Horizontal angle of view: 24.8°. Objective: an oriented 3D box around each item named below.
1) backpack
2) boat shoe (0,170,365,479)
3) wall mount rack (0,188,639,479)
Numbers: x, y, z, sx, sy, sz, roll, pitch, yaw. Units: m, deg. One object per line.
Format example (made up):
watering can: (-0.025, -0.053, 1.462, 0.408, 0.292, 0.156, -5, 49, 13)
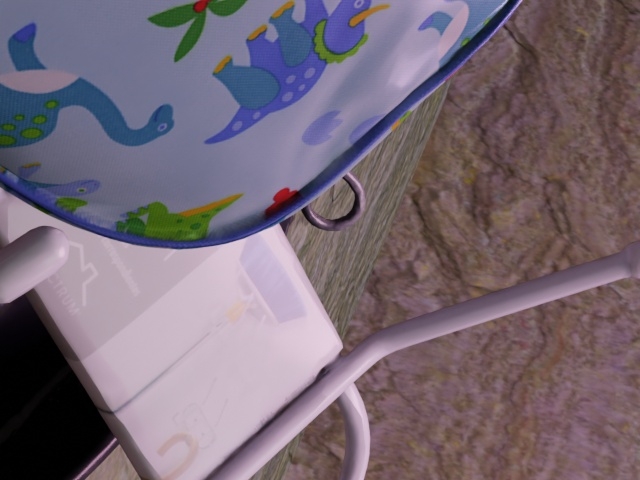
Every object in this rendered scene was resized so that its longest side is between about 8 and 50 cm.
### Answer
backpack: (-0.081, -0.154, 0.382, 0.290, 0.273, 0.355, -45, 163, -5)
boat shoe: (-0.068, -0.050, 0.753, 0.500, 0.156, 0.187, -50, 129, -21)
wall mount rack: (0.000, 0.000, 0.629, 0.304, 0.130, 0.350, -41, 124, -22)
